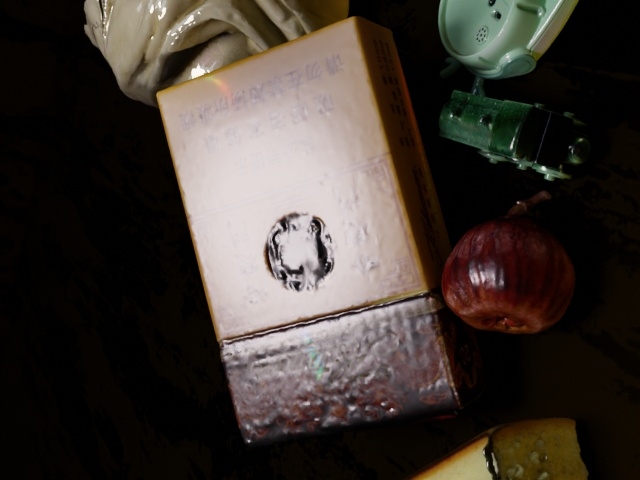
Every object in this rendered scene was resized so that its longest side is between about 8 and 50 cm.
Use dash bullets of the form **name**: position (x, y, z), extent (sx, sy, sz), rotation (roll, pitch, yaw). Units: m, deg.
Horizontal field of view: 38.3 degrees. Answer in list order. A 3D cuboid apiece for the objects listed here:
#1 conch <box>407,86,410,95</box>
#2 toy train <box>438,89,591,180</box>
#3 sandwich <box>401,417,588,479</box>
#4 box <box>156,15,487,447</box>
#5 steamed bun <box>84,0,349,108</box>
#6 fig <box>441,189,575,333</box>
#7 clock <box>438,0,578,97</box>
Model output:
- **conch**: position (0.025, -0.080, 1.128), extent (0.241, 0.186, 0.312), rotation (5, 73, 36)
- **toy train**: position (0.187, -0.110, 0.919), extent (0.170, 0.111, 0.071), rotation (29, 104, 57)
- **sandwich**: position (0.147, 0.266, 0.893), extent (0.236, 0.128, 0.122), rotation (-43, 53, 48)
- **box**: position (0.000, 0.000, 1.000), extent (0.265, 0.116, 0.415), rotation (-15, 86, 25)
- **steamed bun**: position (-0.143, -0.271, 1.275), extent (0.394, 0.347, 0.237), rotation (-4, 79, 22)
- **fig**: position (0.189, 0.024, 0.885), extent (0.150, 0.128, 0.128), rotation (-59, 36, 10)
- **clock**: position (0.189, -0.247, 0.987), extent (0.210, 0.066, 0.159), rotation (-65, 35, 28)
